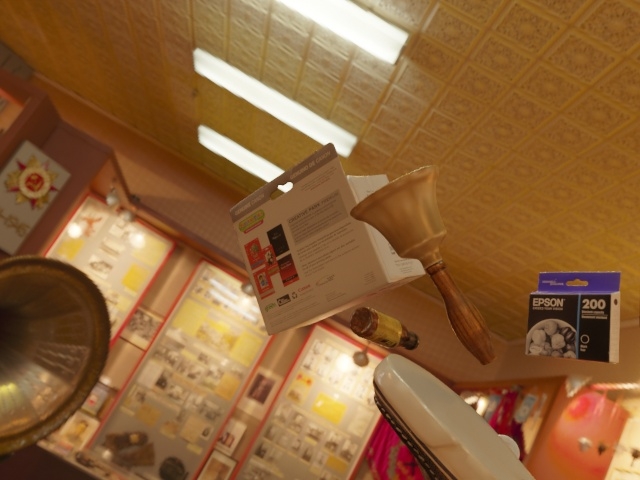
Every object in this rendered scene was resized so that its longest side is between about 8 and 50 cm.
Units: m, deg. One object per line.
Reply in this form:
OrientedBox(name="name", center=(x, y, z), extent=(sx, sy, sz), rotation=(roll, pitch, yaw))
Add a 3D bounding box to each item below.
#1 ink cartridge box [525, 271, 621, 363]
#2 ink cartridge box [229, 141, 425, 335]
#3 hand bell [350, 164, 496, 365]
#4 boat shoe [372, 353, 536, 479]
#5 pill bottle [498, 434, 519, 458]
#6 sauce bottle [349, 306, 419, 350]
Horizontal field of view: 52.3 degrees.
OrientedBox(name="ink cartridge box", center=(0.578, 0.170, 1.497), extent=(0.045, 0.208, 0.206), rotation=(16, -14, -40))
OrientedBox(name="ink cartridge box", center=(0.000, 0.000, 1.234), extent=(0.309, 0.271, 0.130), rotation=(-28, -13, 37))
OrientedBox(name="hand bell", center=(0.147, 0.042, 0.806), extent=(0.242, 0.126, 0.126), rotation=(63, -14, 9))
OrientedBox(name="boat shoe", center=(0.141, 0.283, 0.644), extent=(0.340, 0.158, 0.127), rotation=(46, 15, 22))
OrientedBox(name="pill bottle", center=(0.346, 0.429, 1.273), extent=(0.065, 0.065, 0.116), rotation=(24, -31, 19))
OrientedBox(name="sauce bottle", center=(0.090, 0.122, 0.867), extent=(0.042, 0.042, 0.128), rotation=(13, -10, 45))
